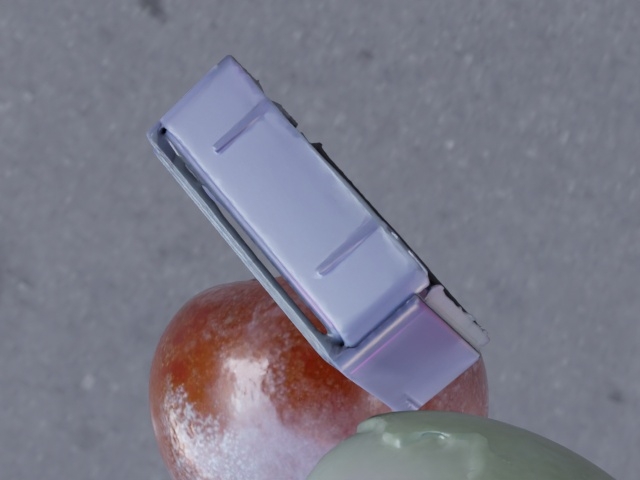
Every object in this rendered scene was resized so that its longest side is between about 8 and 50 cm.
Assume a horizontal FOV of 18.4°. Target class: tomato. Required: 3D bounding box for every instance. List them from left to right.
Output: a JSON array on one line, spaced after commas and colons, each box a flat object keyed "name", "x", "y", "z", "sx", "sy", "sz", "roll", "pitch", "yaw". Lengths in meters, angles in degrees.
[{"name": "tomato", "x": 0.002, "y": 0.139, "z": 1.552, "sx": 0.270, "sy": 0.227, "sz": 0.270, "roll": -2, "pitch": 161, "yaw": -1}]

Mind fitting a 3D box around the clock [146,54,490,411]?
[{"name": "clock", "x": 0.000, "y": -0.001, "z": 1.119, "sx": 0.193, "sy": 0.073, "sz": 0.144, "roll": 49, "pitch": -176, "yaw": 25}]

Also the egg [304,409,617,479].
[{"name": "egg", "x": 0.068, "y": 0.166, "z": 0.761, "sx": 0.183, "sy": 0.183, "sz": 0.217, "roll": -34, "pitch": 78, "yaw": 41}]
